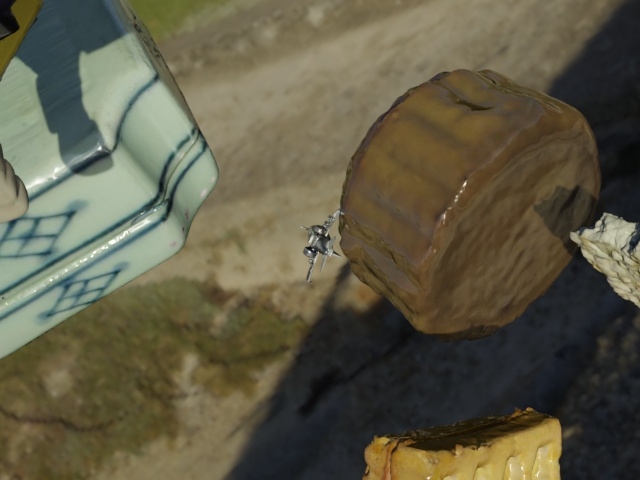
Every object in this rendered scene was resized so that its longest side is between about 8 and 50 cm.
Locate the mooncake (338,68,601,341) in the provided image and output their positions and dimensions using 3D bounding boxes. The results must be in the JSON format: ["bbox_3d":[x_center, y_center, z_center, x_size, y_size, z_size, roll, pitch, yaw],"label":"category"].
[{"bbox_3d":[0.175,-0.047,1.754,0.324,0.324,0.187,-44,52,-11],"label":"mooncake"}]

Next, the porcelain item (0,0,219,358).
[{"bbox_3d":[-0.241,-0.066,1.156,0.281,0.157,0.286,-31,45,-1],"label":"porcelain item"}]

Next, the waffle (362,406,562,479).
[{"bbox_3d":[0.124,0.319,1.296,0.098,0.327,0.224,5,7,40],"label":"waffle"}]

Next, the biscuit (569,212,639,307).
[{"bbox_3d":[0.328,0.036,1.418,0.040,0.188,0.265,-52,-15,-8],"label":"biscuit"}]

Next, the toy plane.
[{"bbox_3d":[0.000,0.000,1.417,0.078,0.031,0.083,-64,22,12],"label":"toy plane"}]

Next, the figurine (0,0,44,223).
[{"bbox_3d":[-0.200,-0.157,0.724,0.143,0.308,0.308,-29,22,-4],"label":"figurine"}]
